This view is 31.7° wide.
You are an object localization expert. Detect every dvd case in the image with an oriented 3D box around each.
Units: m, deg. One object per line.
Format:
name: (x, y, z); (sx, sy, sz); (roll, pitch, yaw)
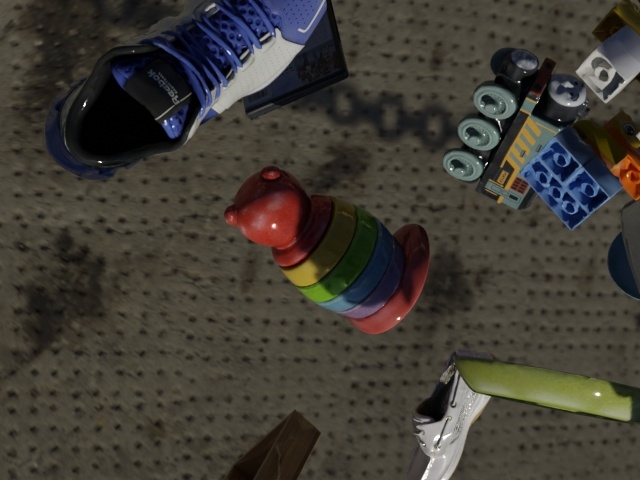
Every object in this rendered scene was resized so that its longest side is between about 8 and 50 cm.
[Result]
dvd case: (-0.057, -0.332, 1.867); (0.180, 0.253, 0.022); (-21, 145, 15)

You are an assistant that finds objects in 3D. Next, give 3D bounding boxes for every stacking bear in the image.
stacking bear: (0.000, 0.000, 1.613); (0.289, 0.164, 0.175); (34, 115, -26)

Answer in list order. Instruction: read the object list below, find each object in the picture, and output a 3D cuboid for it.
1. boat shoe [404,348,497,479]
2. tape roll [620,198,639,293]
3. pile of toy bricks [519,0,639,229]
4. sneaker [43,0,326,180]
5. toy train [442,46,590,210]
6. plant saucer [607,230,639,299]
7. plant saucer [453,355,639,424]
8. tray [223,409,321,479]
boat shoe: (0.189, 0.295, 1.843); (0.096, 0.098, 0.277); (19, 102, -21)
tape roll: (0.326, 0.124, 0.716); (0.072, 0.392, 0.392); (-34, 112, 22)
pile of toy bricks: (0.182, -0.002, 0.432); (0.105, 0.118, 0.212); (-37, 81, -28)
sneaker: (-0.119, -0.158, 1.056); (0.315, 0.182, 0.127); (-38, 105, -5)
toy train: (0.343, -0.194, 1.984); (0.190, 0.334, 0.142); (26, 54, 4)
plant saucer: (0.458, 0.032, 1.563); (0.119, 0.021, 0.119); (-4, 69, 11)
plant saucer: (0.261, 0.167, 1.240); (0.241, 0.241, 0.037); (16, 82, -24)
tray: (-0.142, 0.478, 1.915); (0.076, 0.411, 0.203); (41, 122, -6)
